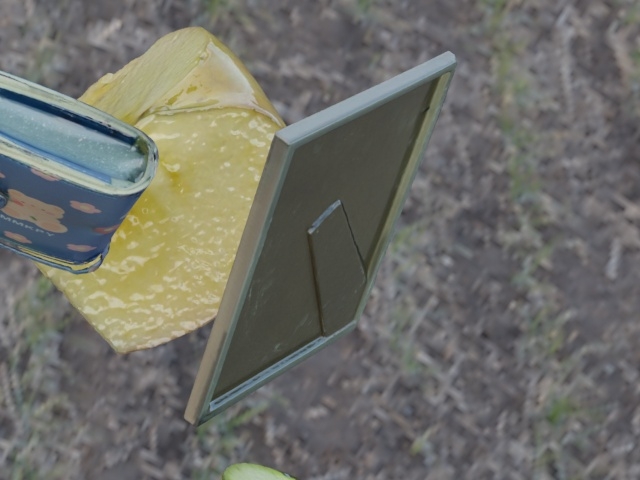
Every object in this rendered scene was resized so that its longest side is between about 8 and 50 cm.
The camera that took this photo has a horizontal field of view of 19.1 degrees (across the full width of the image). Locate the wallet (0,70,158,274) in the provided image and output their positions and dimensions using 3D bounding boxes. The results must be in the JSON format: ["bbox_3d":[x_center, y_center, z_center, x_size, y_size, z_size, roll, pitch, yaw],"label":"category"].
[{"bbox_3d":[-0.190,-0.041,1.248,0.141,0.202,0.059,23,72,-8],"label":"wallet"}]

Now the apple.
[{"bbox_3d":[-0.182,-0.070,2.071,0.309,0.252,0.314,-36,70,5],"label":"apple"}]

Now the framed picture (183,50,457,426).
[{"bbox_3d":[0.000,0.000,1.483,0.016,0.289,0.213,38,42,22],"label":"framed picture"}]

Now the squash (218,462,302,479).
[{"bbox_3d":[0.006,0.289,1.710,0.252,0.049,0.252,32,10,-6],"label":"squash"}]
